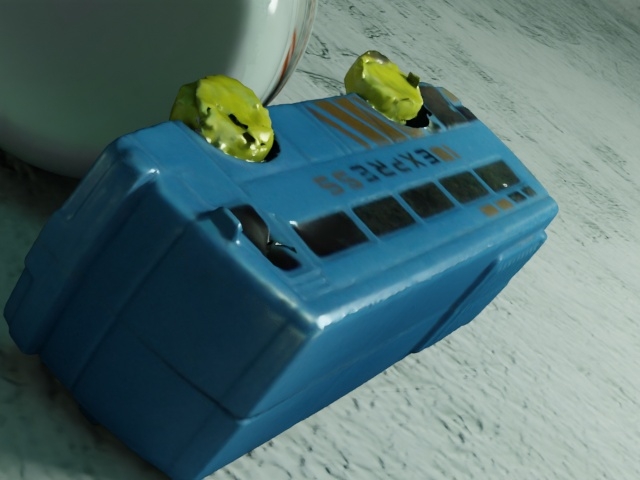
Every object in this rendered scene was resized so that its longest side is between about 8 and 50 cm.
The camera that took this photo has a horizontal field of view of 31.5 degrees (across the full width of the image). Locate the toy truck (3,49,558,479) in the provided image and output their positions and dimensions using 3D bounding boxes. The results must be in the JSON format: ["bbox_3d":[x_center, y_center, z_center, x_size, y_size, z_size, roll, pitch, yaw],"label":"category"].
[{"bbox_3d":[0.000,0.000,0.679,0.162,0.161,0.385,46,28,15],"label":"toy truck"}]

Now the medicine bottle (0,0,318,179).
[{"bbox_3d":[-0.120,-0.182,0.796,0.241,0.241,0.302,27,16,-1],"label":"medicine bottle"}]
